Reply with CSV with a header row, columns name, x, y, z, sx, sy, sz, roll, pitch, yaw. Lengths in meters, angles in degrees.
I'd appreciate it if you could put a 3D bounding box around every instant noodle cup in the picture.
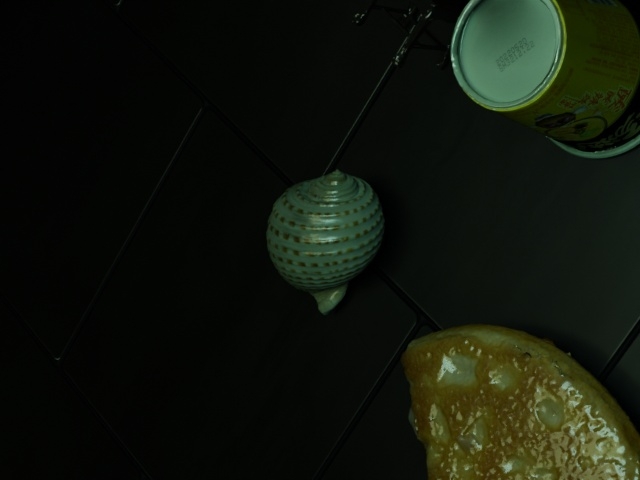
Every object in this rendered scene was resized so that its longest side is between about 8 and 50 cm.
name,x,y,z,sx,sy,sz,roll,pitch,yaw
instant noodle cup,0.273,-0.211,1.893,0.215,0.236,0.216,-4,84,37

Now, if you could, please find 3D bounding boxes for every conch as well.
name,x,y,z,sx,sy,sz,roll,pitch,yaw
conch,-0.006,-0.003,2.170,0.172,0.131,0.200,27,103,36

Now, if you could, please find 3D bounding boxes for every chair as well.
name,x,y,z,sx,sy,sz,roll,pitch,yaw
chair,0.157,-0.337,2.080,0.106,0.113,0.229,47,118,29

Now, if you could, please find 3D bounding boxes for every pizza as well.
name,x,y,z,sx,sy,sz,roll,pitch,yaw
pizza,0.242,0.256,1.962,0.408,0.114,0.278,31,105,37
